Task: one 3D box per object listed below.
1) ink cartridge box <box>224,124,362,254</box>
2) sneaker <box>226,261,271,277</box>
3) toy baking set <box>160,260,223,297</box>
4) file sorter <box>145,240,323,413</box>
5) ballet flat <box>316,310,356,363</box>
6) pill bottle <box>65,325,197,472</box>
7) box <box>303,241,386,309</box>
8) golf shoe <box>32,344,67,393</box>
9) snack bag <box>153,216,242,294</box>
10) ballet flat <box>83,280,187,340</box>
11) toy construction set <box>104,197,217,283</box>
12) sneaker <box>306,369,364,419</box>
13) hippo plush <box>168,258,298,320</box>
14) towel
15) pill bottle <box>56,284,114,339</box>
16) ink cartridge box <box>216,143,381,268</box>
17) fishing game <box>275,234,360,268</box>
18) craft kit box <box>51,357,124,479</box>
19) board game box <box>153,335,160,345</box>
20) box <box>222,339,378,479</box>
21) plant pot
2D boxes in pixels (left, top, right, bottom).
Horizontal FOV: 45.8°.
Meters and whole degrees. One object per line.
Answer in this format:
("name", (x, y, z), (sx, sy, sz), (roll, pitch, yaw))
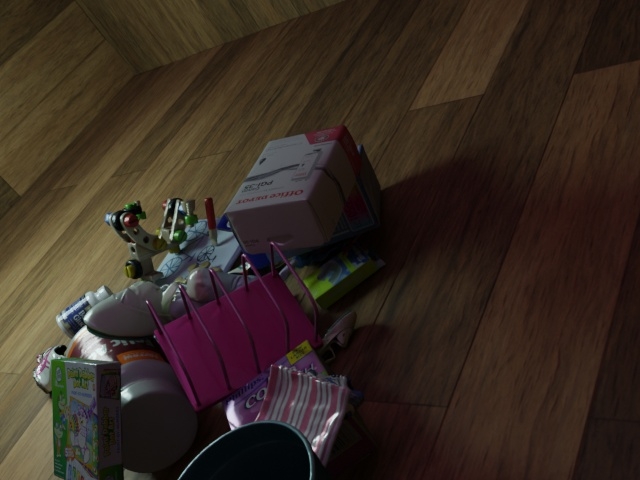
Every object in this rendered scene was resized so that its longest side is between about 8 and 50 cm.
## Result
("ink cartridge box", (-0.051, -0.111, 1.628), (0.207, 0.117, 0.283), (-8, 35, 27))
("sneaker", (-0.185, 0.084, 1.989), (0.161, 0.057, 0.075), (-26, 8, 27))
("toy baking set", (-0.372, 0.143, 2.025), (0.256, 0.030, 0.197), (-34, 26, -4))
("file sorter", (-0.169, 0.160, 1.497), (0.291, 0.182, 0.202), (-26, 61, -16))
("ballet flat", (0.026, 0.221, 1.597), (0.168, 0.057, 0.052), (-43, 59, -6))
("pill bottle", (-0.428, 0.336, 1.701), (0.224, 0.224, 0.392), (-42, 31, -11))
("box", (0.054, 0.075, 1.761), (0.178, 0.042, 0.109), (-36, 28, -1))
("golf shoe", (-0.766, 0.359, 2.156), (0.086, 0.067, 0.186), (-33, 31, 3))
("snack bag", (-0.336, 0.042, 2.198), (0.343, 0.037, 0.323), (-7, 42, 40))
("ballet flat", (-0.385, 0.155, 1.773), (0.139, 0.400, 0.139), (-4, 82, 28))
("toy construction set", (-0.442, 0.007, 2.182), (0.309, 0.237, 0.257), (-4, 11, 18))
("sneaker", (0.027, 0.258, 1.315), (0.058, 0.052, 0.135), (-35, 37, -19))
("hippo plush", (-0.181, 0.208, 1.713), (0.294, 0.234, 0.236), (-2, 44, -24))
("towel", (-0.039, 0.297, 1.286), (0.197, 0.029, 0.144), (8, 78, 49))
("pill bottle", (-0.693, 0.211, 2.260), (0.169, 0.094, 0.094), (-38, 31, -3))
("ink cartridge box", (-0.057, -0.077, 1.881), (0.396, 0.151, 0.270), (-21, 19, 13))
("fishing game", (0.000, 0.000, 1.886), (0.264, 0.041, 0.189), (-12, 29, 47))
("craft kit box", (-0.470, 0.362, 1.515), (0.250, 0.061, 0.246), (-9, 80, 51))
("board game box", (-0.464, 0.252, 2.030), (0.165, 0.042, 0.243), (5, 49, 47))
("box", (-0.046, 0.344, 1.421), (0.214, 0.117, 0.243), (-36, 30, 0))
("plant pot", (-0.062, 0.460, 1.144), (0.272, 0.255, 0.271), (-25, 32, 17))
